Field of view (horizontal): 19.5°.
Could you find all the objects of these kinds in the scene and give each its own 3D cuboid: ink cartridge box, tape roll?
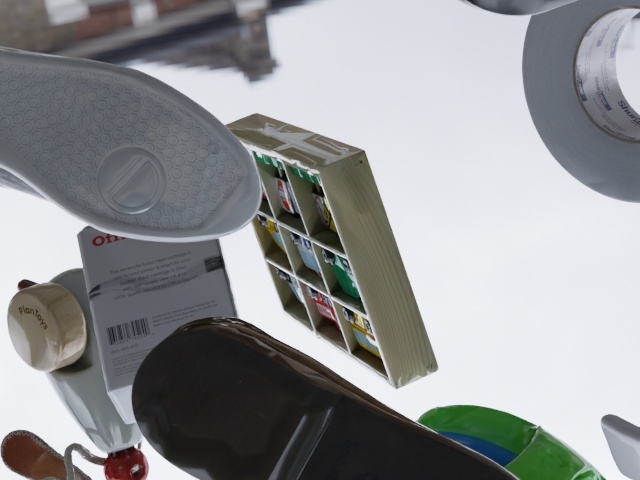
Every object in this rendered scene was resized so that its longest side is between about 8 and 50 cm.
[{"bbox_3d":[-0.108,0.048,1.311,0.099,0.056,0.135,-15,-122,1],"label":"ink cartridge box"},{"bbox_3d":[0.280,-0.144,1.574,0.219,0.219,0.072,27,-153,31],"label":"tape roll"}]

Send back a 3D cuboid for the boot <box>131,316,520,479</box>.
[{"bbox_3d":[0.043,0.137,1.031,0.305,0.112,0.115,36,-168,1],"label":"boot"}]

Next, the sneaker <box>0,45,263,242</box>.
[{"bbox_3d":[-0.182,-0.077,1.232,0.296,0.104,0.147,16,-176,-8],"label":"sneaker"}]

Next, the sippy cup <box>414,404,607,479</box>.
[{"bbox_3d":[0.098,0.281,1.420,0.240,0.305,0.224,9,-140,38],"label":"sippy cup"}]

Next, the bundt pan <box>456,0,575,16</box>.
[{"bbox_3d":[0.082,-0.284,1.192,0.124,0.331,0.331,-28,-135,-4],"label":"bundt pan"}]

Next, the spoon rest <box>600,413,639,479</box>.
[{"bbox_3d":[0.306,0.062,1.189,0.276,0.137,0.084,-40,-140,-15],"label":"spoon rest"}]

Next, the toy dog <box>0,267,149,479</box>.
[{"bbox_3d":[-0.237,0.158,1.832,0.220,0.333,0.161,8,-178,-44],"label":"toy dog"}]

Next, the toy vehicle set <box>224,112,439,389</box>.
[{"bbox_3d":[0.000,0.000,1.371,0.035,0.166,0.267,-23,-165,-13],"label":"toy vehicle set"}]
